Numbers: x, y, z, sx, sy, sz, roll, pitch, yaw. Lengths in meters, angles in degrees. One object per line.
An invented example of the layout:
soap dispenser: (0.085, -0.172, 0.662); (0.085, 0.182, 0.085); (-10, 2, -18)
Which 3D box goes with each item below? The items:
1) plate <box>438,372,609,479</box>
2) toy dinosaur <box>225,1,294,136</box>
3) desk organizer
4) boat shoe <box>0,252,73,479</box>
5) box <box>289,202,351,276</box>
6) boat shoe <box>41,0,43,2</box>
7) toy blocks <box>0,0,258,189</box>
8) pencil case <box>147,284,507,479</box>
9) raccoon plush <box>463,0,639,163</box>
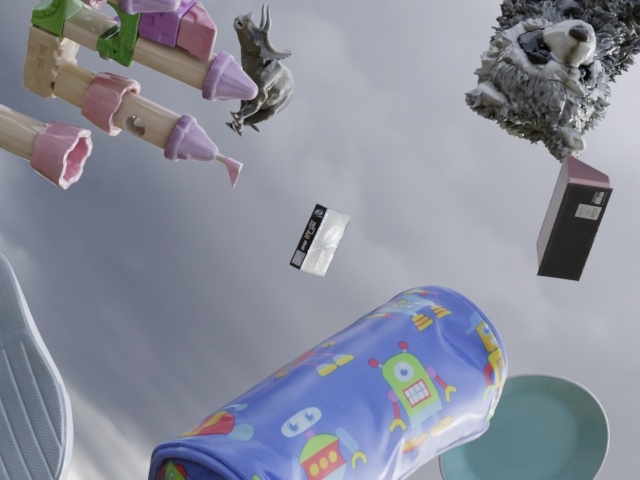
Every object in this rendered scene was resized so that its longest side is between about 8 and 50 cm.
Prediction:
plate: (0.218, 0.219, 1.569); (0.188, 0.188, 0.024); (58, 6, -25)
toy dinosaur: (-0.101, -0.264, 2.592); (0.121, 0.160, 0.313); (51, -8, 30)
desk organizer: (0.258, -0.023, 1.495); (0.047, 0.050, 0.130); (8, -48, -3)
boat shoe: (-0.338, 0.151, 1.635); (0.094, 0.109, 0.302); (71, 2, -71)
box: (0.000, 0.000, 1.790); (0.018, 0.083, 0.067); (27, 4, 29)
boat shoe: (-0.427, -0.350, 2.332); (0.049, 0.043, 0.137); (-87, 179, -65)
toy blocks: (-0.168, -0.225, 1.512); (0.260, 0.309, 0.289); (24, -52, 8)
pencil case: (0.013, 0.141, 1.037); (0.133, 0.306, 0.119); (52, -45, 8)
raccoon plush: (0.301, -0.172, 1.955); (0.216, 0.299, 0.446); (17, -29, 15)
